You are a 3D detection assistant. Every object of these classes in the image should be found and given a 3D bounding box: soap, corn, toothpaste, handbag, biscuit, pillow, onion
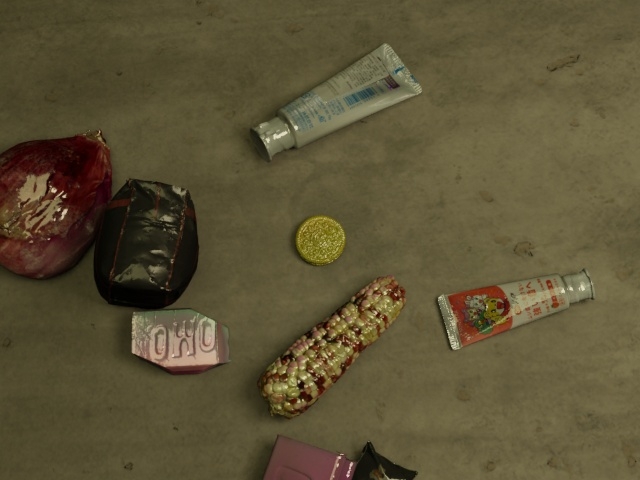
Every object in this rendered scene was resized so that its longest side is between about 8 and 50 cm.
[{"bbox_3d":[-0.217,0.159,1.301,0.149,0.056,0.100,-2,75,3],"label":"soap"},{"bbox_3d":[0.020,0.164,1.275,0.280,0.092,0.092,-40,75,-13],"label":"corn"},{"bbox_3d":[-0.037,0.394,1.194,0.122,0.065,0.203,10,71,30],"label":"soap"},{"bbox_3d":[0.308,0.100,1.300,0.234,0.057,0.089,-16,73,6],"label":"toothpaste"},{"bbox_3d":[0.023,-0.231,1.412,0.299,0.073,0.114,-30,73,-14],"label":"toothpaste"},{"bbox_3d":[-0.265,0.010,1.268,0.155,0.215,0.170,8,75,-14],"label":"handbag"},{"bbox_3d":[0.000,0.000,1.357,0.083,0.023,0.084,0,72,1],"label":"biscuit"},{"bbox_3d":[0.068,0.381,1.220,0.090,0.048,0.150,27,79,23],"label":"pillow"},{"bbox_3d":[-0.457,-0.087,1.359,0.227,0.120,0.284,33,77,7],"label":"onion"}]
